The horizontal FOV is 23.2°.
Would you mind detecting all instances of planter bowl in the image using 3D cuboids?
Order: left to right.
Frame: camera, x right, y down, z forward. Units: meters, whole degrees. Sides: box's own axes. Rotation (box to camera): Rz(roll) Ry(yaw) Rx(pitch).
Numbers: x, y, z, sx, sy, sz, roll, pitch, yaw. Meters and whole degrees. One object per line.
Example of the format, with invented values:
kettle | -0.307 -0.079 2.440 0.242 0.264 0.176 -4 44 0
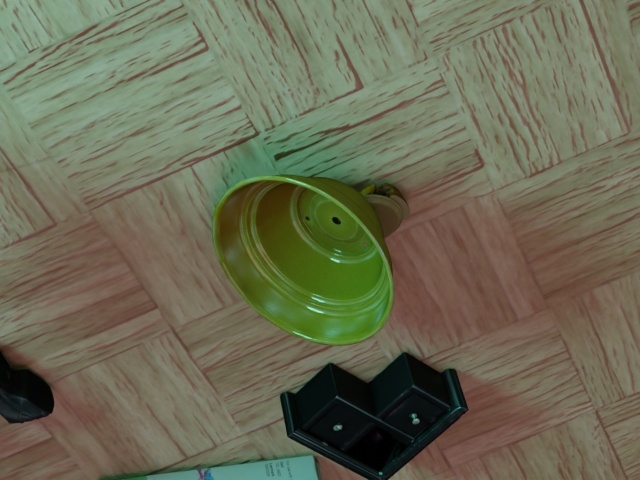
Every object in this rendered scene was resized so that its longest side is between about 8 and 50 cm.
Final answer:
planter bowl | 0.000 0.000 1.656 0.217 0.090 0.217 19 134 21

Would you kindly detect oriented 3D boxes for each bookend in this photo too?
bookend | 0.064 0.195 1.863 0.156 0.072 0.157 33 116 -31

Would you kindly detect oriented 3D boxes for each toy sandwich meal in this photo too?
toy sandwich meal | 0.054 -0.031 1.708 0.085 0.029 0.086 -3 140 -3

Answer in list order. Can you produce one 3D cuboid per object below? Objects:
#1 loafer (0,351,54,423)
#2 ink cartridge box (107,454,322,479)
loafer | -0.377 0.159 1.756 0.061 0.062 0.170 -30 127 19
ink cartridge box | -0.131 0.391 1.955 0.278 0.117 0.201 -6 130 -7
